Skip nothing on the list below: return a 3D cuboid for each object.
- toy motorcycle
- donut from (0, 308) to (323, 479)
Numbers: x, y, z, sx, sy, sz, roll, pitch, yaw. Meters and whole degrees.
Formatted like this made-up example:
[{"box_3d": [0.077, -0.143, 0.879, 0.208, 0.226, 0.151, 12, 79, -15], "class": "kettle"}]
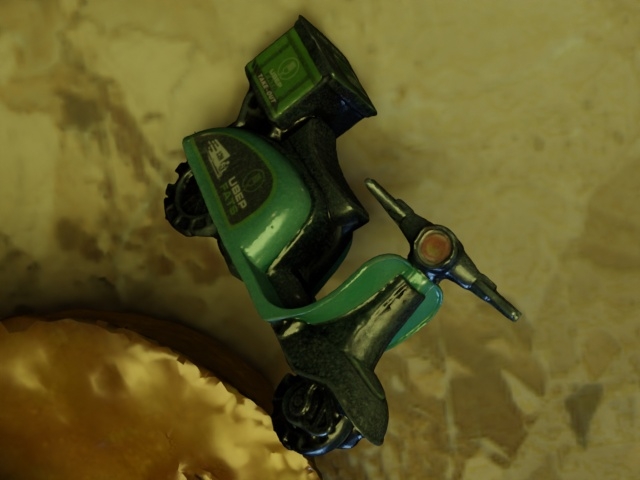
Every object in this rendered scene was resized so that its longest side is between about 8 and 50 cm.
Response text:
[{"box_3d": [0.000, 0.000, 0.501, 0.100, 0.173, 0.058, -38, 143, 15], "class": "toy motorcycle"}, {"box_3d": [-0.115, 0.148, 0.566, 0.277, 0.108, 0.278, 0, 107, 0], "class": "donut"}]
